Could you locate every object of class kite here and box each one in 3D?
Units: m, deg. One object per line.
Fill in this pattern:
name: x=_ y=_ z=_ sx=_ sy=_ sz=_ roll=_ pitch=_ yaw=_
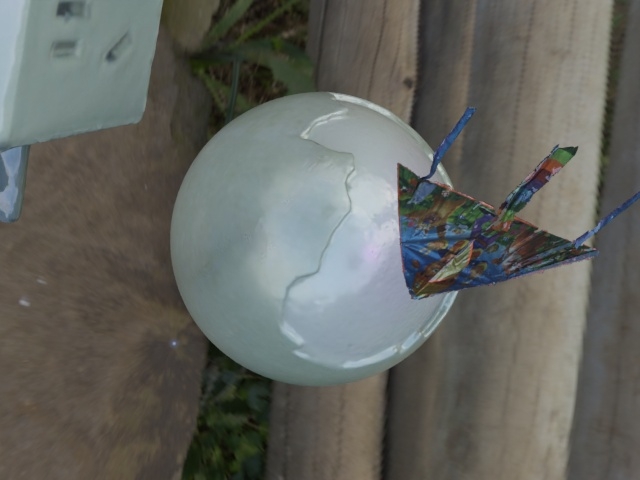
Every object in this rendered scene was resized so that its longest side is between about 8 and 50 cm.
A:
kite: x=0.108 y=-0.007 z=0.876 sx=0.182 sy=0.160 sz=0.010 roll=20 pitch=38 yaw=-33

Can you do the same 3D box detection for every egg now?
egg: x=0.000 y=0.000 z=1.288 sx=0.278 sy=0.336 sz=0.278 roll=0 pitch=89 yaw=-12

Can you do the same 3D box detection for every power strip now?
power strip: x=-0.165 y=-0.116 z=0.661 sx=0.139 sy=0.140 sz=0.224 roll=18 pitch=107 yaw=18
